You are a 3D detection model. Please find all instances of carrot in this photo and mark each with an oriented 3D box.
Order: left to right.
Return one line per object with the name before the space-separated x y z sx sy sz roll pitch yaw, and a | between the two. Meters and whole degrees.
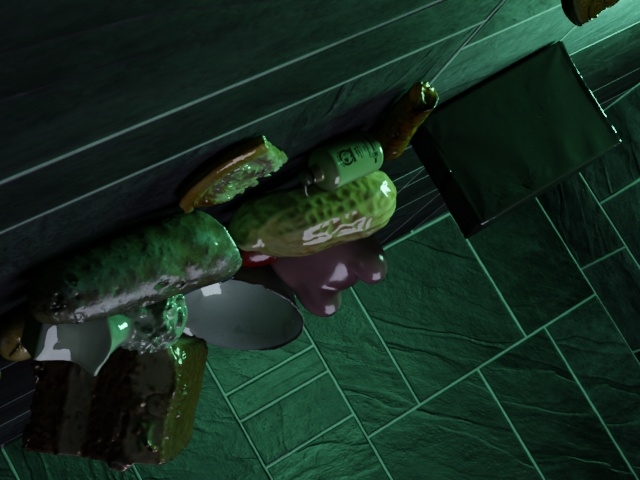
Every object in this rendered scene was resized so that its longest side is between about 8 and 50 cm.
carrot | 0.146 -0.207 1.727 0.070 0.070 0.260 -28 172 -19

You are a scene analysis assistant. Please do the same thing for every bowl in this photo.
bowl | -0.179 0.110 2.145 0.313 0.313 0.146 -38 -146 47

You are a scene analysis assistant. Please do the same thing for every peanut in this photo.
peanut | -0.012 -0.053 1.786 0.325 0.153 0.140 -13 148 -13

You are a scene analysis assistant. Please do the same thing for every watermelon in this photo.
watermelon | 0.417 -0.394 1.451 0.181 0.092 0.075 -37 -172 -10

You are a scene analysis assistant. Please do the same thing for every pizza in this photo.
pizza | -0.127 -0.097 1.506 0.181 0.034 0.262 -33 173 13

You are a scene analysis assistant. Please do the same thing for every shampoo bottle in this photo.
shampoo bottle | 0.029 -0.134 1.705 0.162 0.079 0.079 -25 171 -33

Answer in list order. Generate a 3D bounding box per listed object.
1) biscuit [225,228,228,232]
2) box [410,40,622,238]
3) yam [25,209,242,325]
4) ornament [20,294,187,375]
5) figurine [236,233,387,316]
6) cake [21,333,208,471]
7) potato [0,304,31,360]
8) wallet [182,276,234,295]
biscuit | -0.255 0.034 1.885 0.212 0.036 0.212 -27 172 -4
box | 0.390 -0.200 2.016 0.345 0.251 0.204 -29 173 -7
yam | -0.290 0.046 1.496 0.330 0.133 0.133 -21 169 -31
ornament | -0.339 0.142 1.573 0.285 0.120 0.130 -16 123 -42
figurine | -0.005 -0.007 2.023 0.270 0.261 0.211 -39 -159 20
cake | -0.389 0.295 1.909 0.291 0.255 0.282 10 180 6
potato | -0.460 0.139 1.619 0.171 0.080 0.107 -28 158 -7
wallet | -0.325 0.091 1.765 0.290 0.054 0.251 -32 159 22
